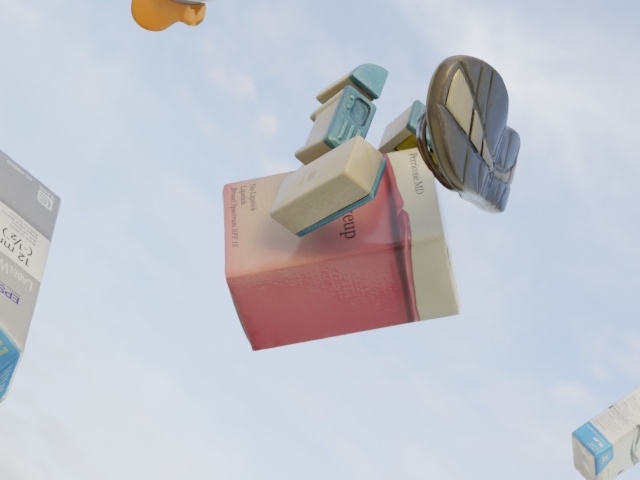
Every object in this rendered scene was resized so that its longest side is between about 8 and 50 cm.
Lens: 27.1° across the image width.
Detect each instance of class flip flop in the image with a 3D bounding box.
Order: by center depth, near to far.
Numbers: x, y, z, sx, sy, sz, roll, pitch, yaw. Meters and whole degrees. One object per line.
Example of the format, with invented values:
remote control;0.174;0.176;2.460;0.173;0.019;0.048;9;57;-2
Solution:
flip flop;0.136;-0.098;1.287;0.080;0.112;0.277;18;-6;20

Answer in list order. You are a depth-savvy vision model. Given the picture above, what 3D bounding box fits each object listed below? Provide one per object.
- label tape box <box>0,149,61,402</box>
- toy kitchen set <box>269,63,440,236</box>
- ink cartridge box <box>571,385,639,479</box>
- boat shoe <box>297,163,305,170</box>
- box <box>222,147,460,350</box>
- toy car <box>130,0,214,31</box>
label tape box;-0.420;0.086;1.418;0.249;0.348;0.115;-36;-63;22
toy kitchen set;0.073;-0.076;1.371;0.166;0.207;0.122;38;-39;-22
ink cartridge box;0.488;0.304;2.107;0.060;0.180;0.104;47;-18;40
boat shoe;-0.001;0.001;1.602;0.081;0.079;0.227;39;-49;33
box;0.021;0.009;1.421;0.232;0.149;0.127;-11;-45;5
toy car;-0.114;-0.300;1.155;0.219;0.238;0.210;18;-9;45
